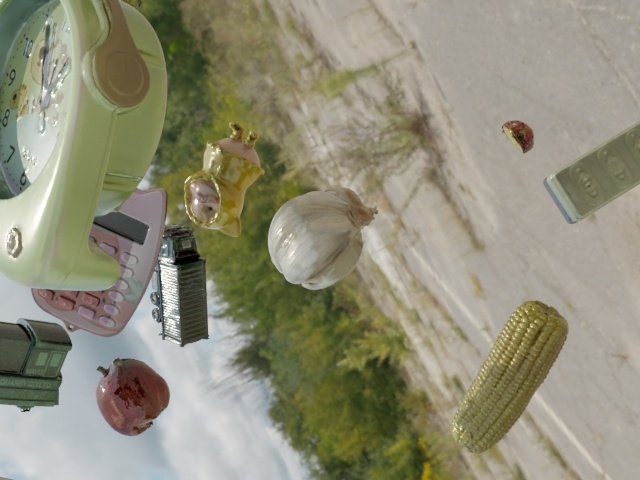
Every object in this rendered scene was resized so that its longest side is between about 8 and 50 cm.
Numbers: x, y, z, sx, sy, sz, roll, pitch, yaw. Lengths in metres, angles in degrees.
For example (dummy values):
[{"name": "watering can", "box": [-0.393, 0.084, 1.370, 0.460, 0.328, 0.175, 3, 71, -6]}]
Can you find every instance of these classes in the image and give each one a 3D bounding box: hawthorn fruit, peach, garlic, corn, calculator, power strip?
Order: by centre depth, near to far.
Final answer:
[{"name": "calculator", "box": [-0.402, 0.021, 1.433, 0.220, 0.330, 0.048, 24, -165, 0]}, {"name": "power strip", "box": [0.560, -0.140, 1.515, 0.105, 0.256, 0.070, 58, 173, 6]}, {"name": "garlic", "box": [-0.014, -0.007, 1.599, 0.184, 0.203, 0.281, 35, -154, -9]}, {"name": "corn", "box": [0.393, 0.289, 1.660, 0.131, 0.345, 0.131, 25, -167, -6]}, {"name": "peach", "box": [0.423, -0.224, 1.684, 0.077, 0.050, 0.083, 53, -178, -3]}, {"name": "hawthorn fruit", "box": [-0.488, 0.388, 2.012, 0.202, 0.185, 0.185, 47, -179, -11]}]

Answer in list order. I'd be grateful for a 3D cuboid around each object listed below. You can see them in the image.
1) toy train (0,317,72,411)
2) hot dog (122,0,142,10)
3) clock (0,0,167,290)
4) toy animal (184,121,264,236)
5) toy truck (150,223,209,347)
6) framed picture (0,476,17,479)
[{"name": "toy train", "box": [-0.661, 0.239, 1.600, 0.330, 0.178, 0.138, 17, -169, -46]}, {"name": "hot dog", "box": [-0.452, -0.419, 1.484, 0.115, 0.268, 0.072, 48, -140, -32]}, {"name": "clock", "box": [-0.226, -0.126, 0.698, 0.096, 0.308, 0.235, 8, -161, -47]}, {"name": "toy animal", "box": [-0.202, -0.135, 1.697, 0.156, 0.230, 0.156, 25, -172, -4]}, {"name": "toy truck", "box": [-0.323, 0.096, 1.793, 0.121, 0.088, 0.259, 13, 109, 43]}, {"name": "framed picture", "box": [-0.414, 0.475, 1.364, 0.211, 0.289, 0.020, 71, -149, -48]}]
